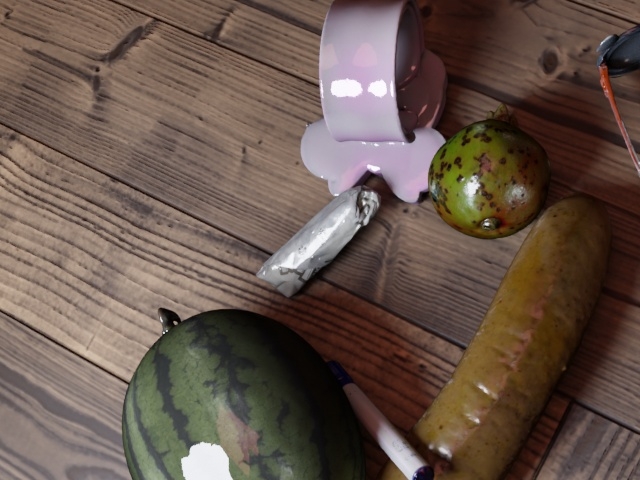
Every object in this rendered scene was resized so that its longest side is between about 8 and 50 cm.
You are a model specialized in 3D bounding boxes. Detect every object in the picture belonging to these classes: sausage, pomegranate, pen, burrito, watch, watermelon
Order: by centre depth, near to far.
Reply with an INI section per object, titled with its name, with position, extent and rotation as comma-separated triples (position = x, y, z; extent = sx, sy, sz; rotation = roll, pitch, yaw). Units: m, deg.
[watermelon]
position = -0.098, 0.236, 1.497
extent = 0.279, 0.279, 0.359
rotation = -35, 64, 4
[sausage]
position = 0.228, 0.161, 1.505
extent = 0.136, 0.123, 0.501
rotation = 24, 80, 50
[pen]
position = 0.066, 0.221, 1.507
extent = 0.033, 0.033, 0.269
rotation = -46, 33, -1
[pomegranate]
position = 0.222, -0.093, 1.579
extent = 0.159, 0.159, 0.205
rotation = 1, 45, 17
[watch]
position = 0.061, -0.195, 1.618
extent = 0.210, 0.217, 0.249
rotation = 4, 73, 18
[burrito]
position = 0.000, 0.001, 1.640
extent = 0.203, 0.064, 0.064
rotation = -43, 65, 15

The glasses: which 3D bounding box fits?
[glasses]
position = 0.489, -0.166, 1.533
extent = 0.234, 0.118, 0.268
rotation = -17, 68, 10
